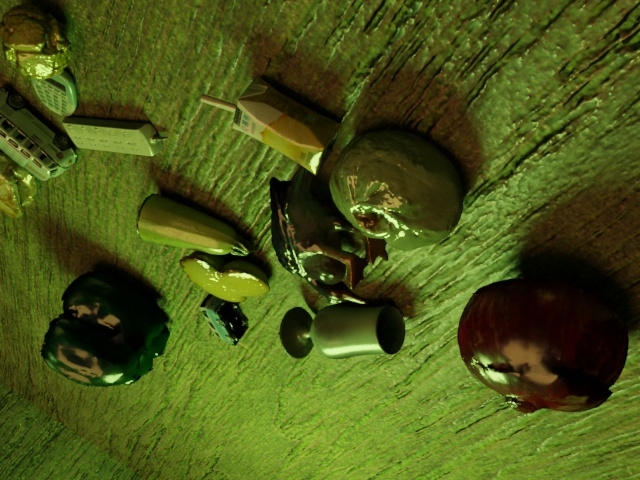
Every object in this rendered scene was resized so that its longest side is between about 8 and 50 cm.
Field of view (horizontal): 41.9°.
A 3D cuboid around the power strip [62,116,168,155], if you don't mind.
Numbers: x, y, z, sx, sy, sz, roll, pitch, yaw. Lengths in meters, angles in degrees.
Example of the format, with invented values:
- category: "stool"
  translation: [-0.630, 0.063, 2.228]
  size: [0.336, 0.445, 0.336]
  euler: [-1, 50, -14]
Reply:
- category: "power strip"
  translation: [-0.369, -0.188, 1.495]
  size: [0.252, 0.027, 0.060]
  euler: [9, 140, 32]

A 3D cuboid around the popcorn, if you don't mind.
- category: "popcorn"
  translation: [-0.452, -0.320, 1.339]
  size: [0.106, 0.116, 0.121]
  euler: [-18, 96, 19]

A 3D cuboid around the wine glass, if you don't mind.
- category: "wine glass"
  translation: [0.041, 0.167, 1.534]
  size: [0.231, 0.103, 0.103]
  euler: [-8, 129, 40]

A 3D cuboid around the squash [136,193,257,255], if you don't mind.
- category: "squash"
  translation: [-0.224, -0.015, 1.558]
  size: [0.224, 0.094, 0.094]
  euler: [17, 144, 10]

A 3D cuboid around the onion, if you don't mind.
- category: "onion"
  translation: [0.317, 0.156, 1.205]
  size: [0.246, 0.190, 0.246]
  euler: [19, 161, 7]

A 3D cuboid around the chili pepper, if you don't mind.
- category: "chili pepper"
  translation: [-0.494, 0.212, 1.940]
  size: [0.256, 0.249, 0.233]
  euler: [23, 173, 7]

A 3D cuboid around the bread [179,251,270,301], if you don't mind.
- category: "bread"
  translation: [-0.179, 0.056, 1.607]
  size: [0.149, 0.065, 0.187]
  euler: [-8, 146, 38]

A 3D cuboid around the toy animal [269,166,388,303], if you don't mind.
- category: "toy animal"
  translation: [0.000, 0.000, 1.328]
  size: [0.185, 0.122, 0.298]
  euler: [15, 150, 45]

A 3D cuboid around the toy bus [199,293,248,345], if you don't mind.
- category: "toy bus"
  translation: [-0.209, 0.160, 1.773]
  size: [0.075, 0.060, 0.123]
  euler: [16, 145, 31]

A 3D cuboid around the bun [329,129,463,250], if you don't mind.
- category: "bun"
  translation: [0.103, -0.060, 1.180]
  size: [0.195, 0.118, 0.195]
  euler: [19, 143, 15]

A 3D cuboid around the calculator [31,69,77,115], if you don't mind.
- category: "calculator"
  translation: [-0.472, -0.276, 1.476]
  size: [0.095, 0.021, 0.153]
  euler: [29, 147, 7]

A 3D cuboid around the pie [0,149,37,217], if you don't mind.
- category: "pie"
  translation: [-0.695, -0.136, 1.787]
  size: [0.179, 0.084, 0.205]
  euler: [32, 149, 4]

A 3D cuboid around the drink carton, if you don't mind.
- category: "drink carton"
  translation: [-0.073, -0.178, 1.214]
  size: [0.200, 0.074, 0.084]
  euler: [31, 147, 6]

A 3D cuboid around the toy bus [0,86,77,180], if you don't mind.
- category: "toy bus"
  translation: [-0.562, -0.194, 1.597]
  size: [0.194, 0.089, 0.087]
  euler: [43, 146, -16]
